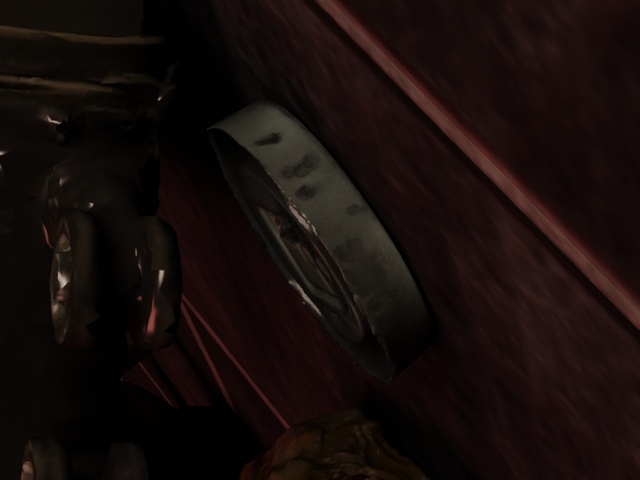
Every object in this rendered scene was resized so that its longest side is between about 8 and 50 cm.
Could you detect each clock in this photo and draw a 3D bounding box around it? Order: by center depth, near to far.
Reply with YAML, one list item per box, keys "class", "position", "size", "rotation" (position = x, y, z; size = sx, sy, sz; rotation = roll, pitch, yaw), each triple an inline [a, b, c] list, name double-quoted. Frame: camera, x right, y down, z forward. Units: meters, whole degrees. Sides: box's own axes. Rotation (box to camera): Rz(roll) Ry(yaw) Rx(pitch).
- class: "clock"
  position: [0.000, 0.000, 0.503]
  size: [0.085, 0.017, 0.085]
  rotation: [53, 170, 14]

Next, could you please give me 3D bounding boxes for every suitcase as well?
- class: "suitcase"
  position: [-0.218, -0.037, 0.608]
  size: [0.434, 0.283, 0.194]
  rotation: [-147, 63, -67]

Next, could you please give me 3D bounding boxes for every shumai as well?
- class: "shumai"
  position: [0.020, 0.110, 0.623]
  size: [0.123, 0.105, 0.139]
  rotation: [12, 165, 7]

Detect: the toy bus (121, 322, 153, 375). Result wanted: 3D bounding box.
- class: "toy bus"
  position: [-0.231, 0.014, 1.327]
  size: [0.234, 0.116, 0.133]
  rotation: [44, 167, 43]

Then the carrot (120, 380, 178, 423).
- class: "carrot"
  position: [-0.112, 0.183, 1.420]
  size: [0.193, 0.087, 0.087]
  rotation: [48, 175, -29]

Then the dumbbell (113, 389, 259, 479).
- class: "dumbbell"
  position: [-0.172, 0.062, 1.126]
  size: [0.325, 0.160, 0.144]
  rotation: [56, 141, -1]
